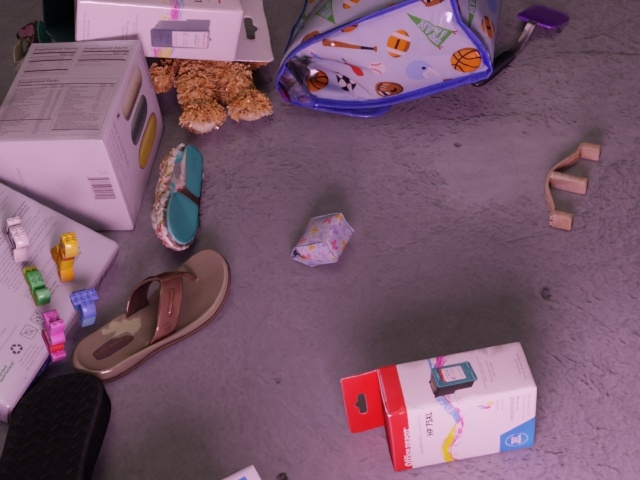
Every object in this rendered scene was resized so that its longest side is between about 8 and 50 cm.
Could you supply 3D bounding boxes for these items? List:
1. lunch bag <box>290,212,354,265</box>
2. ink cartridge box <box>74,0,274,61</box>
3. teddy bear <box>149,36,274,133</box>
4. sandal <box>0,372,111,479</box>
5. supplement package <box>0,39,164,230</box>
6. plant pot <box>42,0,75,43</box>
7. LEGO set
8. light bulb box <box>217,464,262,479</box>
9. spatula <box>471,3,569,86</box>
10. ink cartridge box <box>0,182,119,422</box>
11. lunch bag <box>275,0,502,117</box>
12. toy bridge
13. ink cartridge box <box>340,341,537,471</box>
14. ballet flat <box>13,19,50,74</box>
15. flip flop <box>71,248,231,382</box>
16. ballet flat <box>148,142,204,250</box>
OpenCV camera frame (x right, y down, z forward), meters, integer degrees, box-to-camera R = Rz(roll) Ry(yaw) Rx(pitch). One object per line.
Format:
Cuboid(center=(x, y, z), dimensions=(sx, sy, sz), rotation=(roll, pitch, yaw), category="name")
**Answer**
Cuboid(center=(0.000, 0.000, 1.590), dimensions=(0.083, 0.053, 0.071), rotation=(-8, 40, 39), category="lunch bag")
Cuboid(center=(-0.256, -0.430, 1.838), dimensions=(0.353, 0.119, 0.207), rotation=(1, 49, -15), category="ink cartridge box")
Cuboid(center=(-0.208, -0.318, 1.893), dimensions=(0.245, 0.113, 0.338), rotation=(-6, 46, 0), category="teddy bear")
Cuboid(center=(-0.346, 0.345, 1.290), dimensions=(0.167, 0.107, 0.446), rotation=(-7, 32, 11), category="sandal")
Cuboid(center=(-0.399, -0.177, 1.723), dimensions=(0.197, 0.199, 0.263), rotation=(0, 46, 8), category="supplement package")
Cuboid(center=(-0.401, -0.474, 2.026), dimensions=(0.165, 0.165, 0.234), rotation=(40, 54, 21), category="plant pot")
Cuboid(center=(-0.379, 0.045, 1.484), dimensions=(0.087, 0.093, 0.227), rotation=(-16, 63, -29), category="LEGO set")
Cuboid(center=(-0.138, 0.485, 1.023), dimensions=(0.361, 0.225, 0.358), rotation=(-24, 46, -15), category="light bulb box")
Cuboid(center=(0.360, -0.360, 1.893), dimensions=(0.084, 0.030, 0.296), rotation=(27, 55, 27), category="spatula")
Cuboid(center=(-0.519, 0.060, 1.525), dimensions=(0.330, 0.071, 0.324), rotation=(26, 52, 1), category="ink cartridge box")
Cuboid(center=(0.120, -0.402, 1.827), dimensions=(0.385, 0.239, 0.328), rotation=(-13, 42, 29), category="lunch bag")
Cuboid(center=(0.391, -0.093, 1.634), dimensions=(0.063, 0.026, 0.188), rotation=(13, 49, 22), category="toy bridge")
Cuboid(center=(0.149, 0.215, 1.301), dimensions=(0.230, 0.134, 0.078), rotation=(-11, 46, 0), category="ink cartridge box")
Cuboid(center=(-0.563, -0.358, 2.025), dimensions=(0.079, 0.077, 0.222), rotation=(-31, 42, 5), category="ballet flat")
Cuboid(center=(-0.246, 0.101, 1.514), dimensions=(0.277, 0.080, 0.112), rotation=(-34, 50, -22), category="flip flop")
Cuboid(center=(-0.239, -0.061, 1.684), dimensions=(0.077, 0.091, 0.241), rotation=(-27, 35, 26), category="ballet flat")
